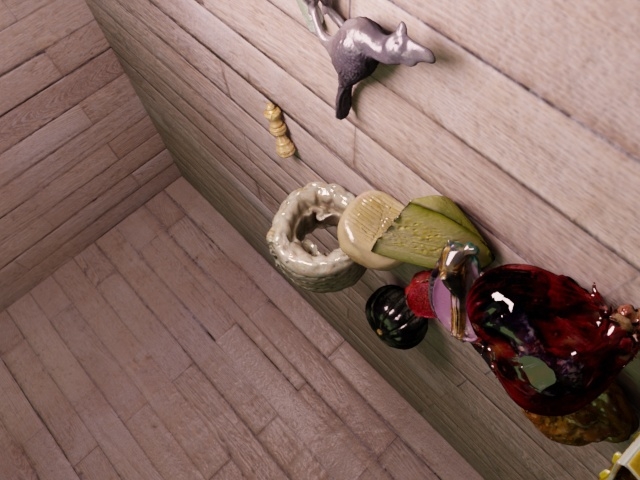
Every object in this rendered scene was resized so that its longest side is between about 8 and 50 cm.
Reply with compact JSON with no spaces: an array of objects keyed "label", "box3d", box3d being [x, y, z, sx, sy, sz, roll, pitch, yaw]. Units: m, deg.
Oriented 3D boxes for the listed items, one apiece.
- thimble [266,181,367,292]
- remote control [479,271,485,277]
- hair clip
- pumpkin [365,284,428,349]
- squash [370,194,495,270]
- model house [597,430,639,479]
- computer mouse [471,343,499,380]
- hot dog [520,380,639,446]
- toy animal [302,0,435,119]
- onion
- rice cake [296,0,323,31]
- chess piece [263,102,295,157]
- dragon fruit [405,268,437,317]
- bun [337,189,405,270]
[{"label":"thimble","box3d":[0.000,0.000,1.319,0.291,0.291,0.195,40,163,27]},{"label":"remote control","box3d":[0.414,0.114,0.983,0.184,0.027,0.050,28,152,41]},{"label":"hair clip","box3d":[0.286,0.124,1.015,0.110,0.096,0.359,-4,145,15]},{"label":"pumpkin","box3d":[0.240,0.244,1.504,0.220,0.161,0.221,42,158,21]},{"label":"squash","box3d":[0.245,0.010,0.962,0.155,0.203,0.237,65,158,15]},{"label":"model house","box3d":[0.621,0.412,0.709,0.324,0.300,0.340,62,161,-14]},{"label":"computer mouse","box3d":[0.430,0.239,1.109,0.270,0.086,0.137,53,159,-3]},{"label":"hot dog","box3d":[0.528,0.332,0.978,0.196,0.122,0.272,-27,103,34]},{"label":"toy animal","box3d":[0.045,-0.332,0.810,0.206,0.081,0.367,54,168,-12]},{"label":"onion","box3d":[0.385,0.161,0.834,0.280,0.221,0.281,19,120,37]},{"label":"rice cake","box3d":[-0.037,-0.453,0.836,0.033,0.029,0.171,25,152,47]},{"label":"chess piece","box3d":[-0.119,-0.316,1.339,0.060,0.060,0.172,37,158,36]},{"label":"dragon fruit","box3d":[0.286,0.112,1.205,0.111,0.152,0.153,-87,-25,-48]},{"label":"bun","box3d":[0.138,-0.016,1.140,0.193,0.179,0.128,30,161,8]}]
